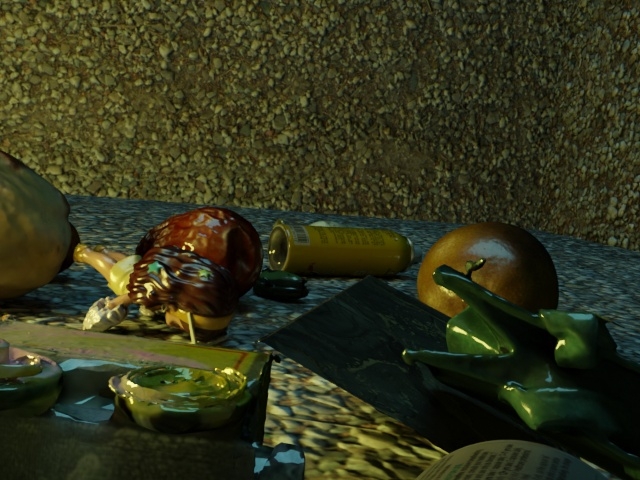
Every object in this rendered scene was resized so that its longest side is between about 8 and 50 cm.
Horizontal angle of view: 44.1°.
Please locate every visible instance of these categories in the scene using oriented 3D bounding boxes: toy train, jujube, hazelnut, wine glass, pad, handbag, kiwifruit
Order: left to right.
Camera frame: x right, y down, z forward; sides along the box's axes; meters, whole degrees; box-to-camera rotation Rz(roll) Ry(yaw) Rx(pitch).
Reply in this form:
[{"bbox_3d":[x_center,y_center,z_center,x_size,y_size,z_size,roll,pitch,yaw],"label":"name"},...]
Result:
[{"bbox_3d":[-0.477,-0.029,1.054,0.261,0.241,0.261,10,33,-7],"label":"hazelnut"},{"bbox_3d":[-0.136,0.126,0.502,0.260,0.134,0.177,7,7,3],"label":"toy train"},{"bbox_3d":[-0.200,0.028,1.262,0.236,0.168,0.168,-8,-4,42],"label":"jujube"},{"bbox_3d":[-0.065,0.076,1.355,0.111,0.047,0.072,9,8,35],"label":"handbag"},{"bbox_3d":[0.000,0.000,1.821,0.222,0.103,0.103,2,8,-24],"label":"wine glass"},{"bbox_3d":[0.110,0.109,0.689,0.247,0.007,0.367,27,12,12],"label":"pad"},{"bbox_3d":[0.234,0.070,1.103,0.196,0.196,0.234,8,11,14],"label":"kiwifruit"},{"bbox_3d":[0.215,0.120,0.477,0.326,0.089,0.238,28,-4,16],"label":"handbag"}]

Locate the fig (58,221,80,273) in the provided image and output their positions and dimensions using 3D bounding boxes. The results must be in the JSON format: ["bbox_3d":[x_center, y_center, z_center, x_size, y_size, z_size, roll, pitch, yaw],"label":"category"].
[{"bbox_3d":[-0.473,0.008,1.285,0.150,0.128,0.128,-19,3,9],"label":"fig"}]

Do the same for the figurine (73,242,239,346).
[{"bbox_3d":[-0.218,0.062,1.038,0.240,0.116,0.174,9,7,25],"label":"figurine"}]

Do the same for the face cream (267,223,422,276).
[{"bbox_3d":[0.065,0.024,1.674,0.348,0.105,0.105,2,8,-30],"label":"face cream"}]

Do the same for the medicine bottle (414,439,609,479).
[{"bbox_3d":[0.088,0.165,0.365,0.135,0.135,0.215,9,2,21],"label":"medicine bottle"}]

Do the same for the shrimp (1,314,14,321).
[{"bbox_3d":[-0.364,0.103,0.895,0.029,0.038,0.092,49,-8,-18],"label":"shrimp"}]
